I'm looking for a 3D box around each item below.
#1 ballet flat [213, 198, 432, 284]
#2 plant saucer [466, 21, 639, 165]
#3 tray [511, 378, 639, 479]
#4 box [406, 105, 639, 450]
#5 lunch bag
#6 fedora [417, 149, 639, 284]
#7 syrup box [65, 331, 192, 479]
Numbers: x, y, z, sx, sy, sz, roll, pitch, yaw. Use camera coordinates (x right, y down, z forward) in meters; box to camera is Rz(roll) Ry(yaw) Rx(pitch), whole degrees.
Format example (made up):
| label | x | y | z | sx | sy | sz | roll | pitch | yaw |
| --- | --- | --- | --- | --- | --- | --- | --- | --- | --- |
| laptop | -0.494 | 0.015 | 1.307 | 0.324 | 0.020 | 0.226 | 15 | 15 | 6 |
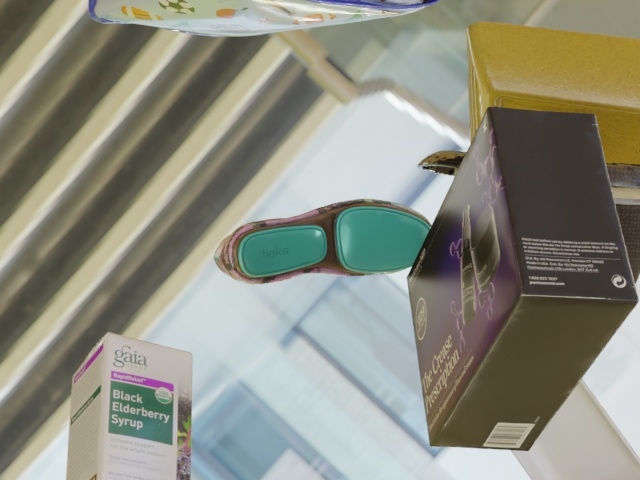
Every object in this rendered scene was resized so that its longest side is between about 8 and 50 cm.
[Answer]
| label | x | y | z | sx | sy | sz | roll | pitch | yaw |
| --- | --- | --- | --- | --- | --- | --- | --- | --- | --- |
| ballet flat | 0.000 | 0.000 | 1.370 | 0.221 | 0.077 | 0.079 | -8 | -170 | -25 |
| plant saucer | 0.335 | -0.096 | 1.795 | 0.081 | 0.332 | 0.333 | -58 | 150 | -45 |
| tray | 0.268 | 0.197 | 1.700 | 0.030 | 0.270 | 0.145 | -25 | 167 | -49 |
| box | 0.160 | 0.039 | 1.213 | 0.261 | 0.103 | 0.184 | 110 | -19 | -53 |
| lunch bag | -0.051 | -0.377 | 1.834 | 0.385 | 0.239 | 0.327 | 5 | 178 | -38 |
| fedora | 0.259 | -0.014 | 1.562 | 0.334 | 0.334 | 0.153 | -21 | 115 | -80 |
| syrup box | -0.184 | 0.215 | 1.364 | 0.096 | 0.093 | 0.237 | -46 | -144 | 45 |
